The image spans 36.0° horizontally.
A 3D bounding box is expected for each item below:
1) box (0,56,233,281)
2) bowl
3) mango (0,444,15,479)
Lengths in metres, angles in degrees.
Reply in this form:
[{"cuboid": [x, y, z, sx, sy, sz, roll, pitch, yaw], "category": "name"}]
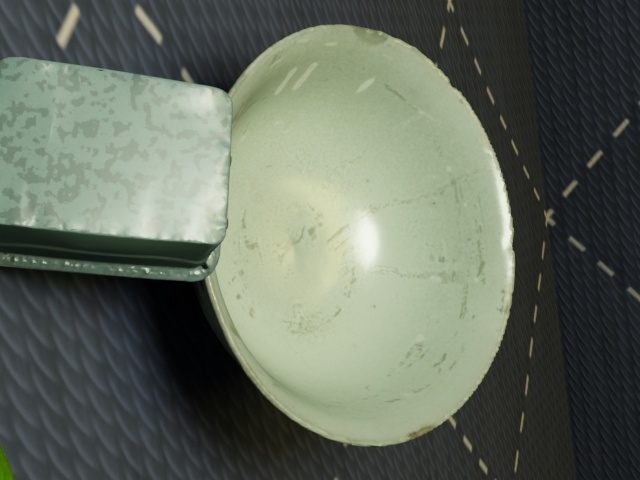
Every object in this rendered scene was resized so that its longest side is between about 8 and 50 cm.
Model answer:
[{"cuboid": [-0.178, -0.057, 0.796, 0.227, 0.130, 0.162, 6, 79, -19], "category": "box"}, {"cuboid": [0.000, 0.000, 1.078, 0.435, 0.196, 0.435, 6, 80, -38], "category": "bowl"}, {"cuboid": [-0.303, 0.118, 0.553, 0.225, 0.201, 0.382, -42, 119, -49], "category": "mango"}]
